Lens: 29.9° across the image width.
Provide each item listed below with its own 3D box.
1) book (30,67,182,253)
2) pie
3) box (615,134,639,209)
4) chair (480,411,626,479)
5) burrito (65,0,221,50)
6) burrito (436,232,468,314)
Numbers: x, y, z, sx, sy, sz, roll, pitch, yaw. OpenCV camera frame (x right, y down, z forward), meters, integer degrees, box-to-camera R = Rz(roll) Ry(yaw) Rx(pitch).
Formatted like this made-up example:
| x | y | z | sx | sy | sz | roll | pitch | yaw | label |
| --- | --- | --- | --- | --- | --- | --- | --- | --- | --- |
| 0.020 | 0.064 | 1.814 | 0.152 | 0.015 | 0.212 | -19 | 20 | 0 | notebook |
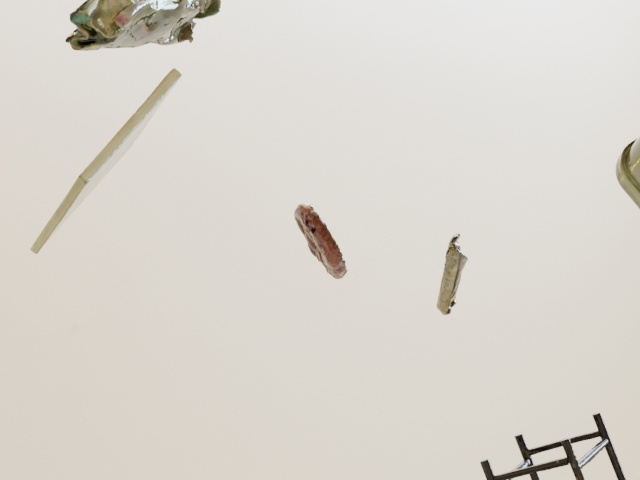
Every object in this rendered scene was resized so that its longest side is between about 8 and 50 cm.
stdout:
| x | y | z | sx | sy | sz | roll | pitch | yaw | label |
| --- | --- | --- | --- | --- | --- | --- | --- | --- | --- |
| -0.325 | -0.123 | 1.824 | 0.208 | 0.020 | 0.295 | -44 | -170 | 45 | book |
| 0.000 | 0.000 | 2.113 | 0.036 | 0.154 | 0.154 | -30 | -164 | -8 | pie |
| 0.567 | -0.178 | 1.400 | 0.352 | 0.177 | 0.344 | -29 | 163 | -17 | box |
| 0.340 | 0.383 | 1.600 | 0.154 | 0.260 | 0.141 | -24 | 176 | 35 | chair |
| -0.223 | -0.288 | 1.536 | 0.096 | 0.066 | 0.309 | -45 | 174 | 25 | burrito |
| 0.243 | 0.066 | 2.221 | 0.042 | 0.171 | 0.051 | 14 | -142 | 6 | burrito |
